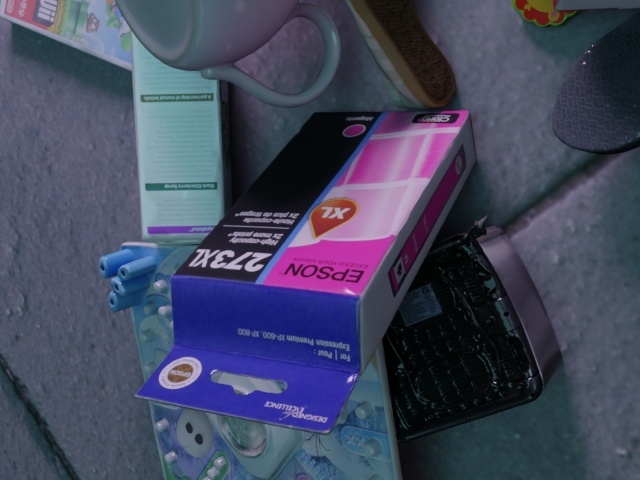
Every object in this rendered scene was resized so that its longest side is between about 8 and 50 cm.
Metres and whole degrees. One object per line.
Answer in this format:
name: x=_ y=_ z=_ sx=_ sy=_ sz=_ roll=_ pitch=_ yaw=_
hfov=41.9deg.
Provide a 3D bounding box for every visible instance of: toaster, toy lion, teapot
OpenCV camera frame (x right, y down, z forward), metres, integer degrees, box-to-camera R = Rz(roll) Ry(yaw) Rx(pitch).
toaster: x=0.130 y=0.083 z=0.808 sx=0.185 sy=0.110 sz=0.168 roll=-27 pitch=86 yaw=30
toy lion: x=0.209 y=-0.249 z=0.756 sx=0.096 sy=0.034 sz=0.100 roll=-38 pitch=80 yaw=36
teapot: x=-0.085 y=-0.283 z=0.764 sx=0.252 sy=0.187 sz=0.256 roll=50 pitch=150 yaw=26

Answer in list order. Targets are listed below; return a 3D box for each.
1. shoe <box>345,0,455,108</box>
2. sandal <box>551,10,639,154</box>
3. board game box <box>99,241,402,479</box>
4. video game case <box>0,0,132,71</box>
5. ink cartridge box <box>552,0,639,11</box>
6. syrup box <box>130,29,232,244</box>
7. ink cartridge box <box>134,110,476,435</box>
shoe: x=0.054 y=-0.216 z=0.789 sx=0.058 sy=0.076 sz=0.219 roll=4 pitch=131 yaw=52
sandal: x=0.304 y=-0.168 z=0.700 sx=0.254 sy=0.054 sz=0.097 roll=-48 pitch=59 yaw=16
board game box: x=-0.085 y=0.199 z=0.908 sx=0.389 sy=0.050 sz=0.390 roll=1 pitch=105 yaw=42
video game case: x=-0.264 y=-0.326 z=1.000 sx=0.285 sy=0.025 sz=0.204 roll=25 pitch=109 yaw=22
ink cartridge box: x=0.236 y=-0.260 z=0.676 sx=0.099 sy=0.056 sz=0.135 roll=-2 pitch=72 yaw=1
syrup box: x=-0.149 y=-0.119 z=0.918 sx=0.096 sy=0.093 sz=0.237 roll=0 pitch=99 yaw=0
ink cartridge box: x=0.000 y=0.000 z=0.728 sx=0.175 sy=0.371 sz=0.069 roll=4 pitch=130 yaw=27
